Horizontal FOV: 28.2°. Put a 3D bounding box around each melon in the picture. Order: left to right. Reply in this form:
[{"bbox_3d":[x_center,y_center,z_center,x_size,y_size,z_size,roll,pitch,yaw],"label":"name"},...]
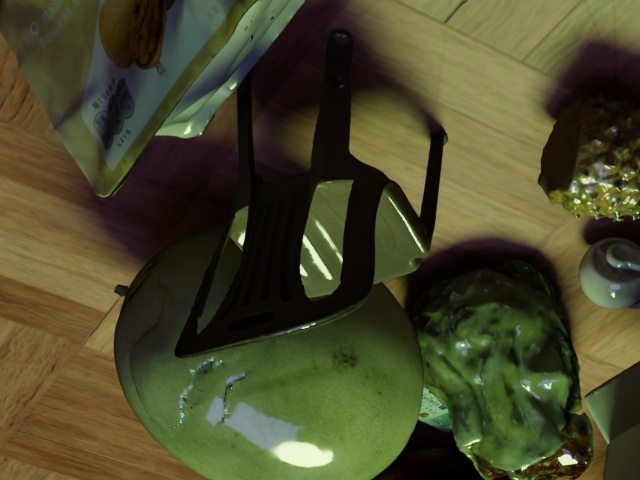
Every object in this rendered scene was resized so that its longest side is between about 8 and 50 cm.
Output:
[{"bbox_3d":[-0.058,0.118,1.297,0.330,0.268,0.268,23,139,-12],"label":"melon"}]

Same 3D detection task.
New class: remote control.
[{"bbox_3d":[0.124,0.190,1.557,0.061,0.029,0.162,-26,137,36],"label":"remote control"}]

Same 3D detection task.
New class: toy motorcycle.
[{"bbox_3d":[0.390,0.047,1.283,0.254,0.112,0.112,2,141,2],"label":"toy motorcycle"}]

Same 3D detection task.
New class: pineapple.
[{"bbox_3d":[0.329,-0.061,1.159,0.251,0.125,0.125,11,142,-17],"label":"pineapple"}]

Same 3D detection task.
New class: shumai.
[{"bbox_3d":[0.192,0.165,1.377,0.189,0.218,0.256,-15,141,16],"label":"shumai"}]

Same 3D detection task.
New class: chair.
[{"bbox_3d":[0.000,0.000,1.095,0.176,0.326,0.183,-15,137,26],"label":"chair"}]

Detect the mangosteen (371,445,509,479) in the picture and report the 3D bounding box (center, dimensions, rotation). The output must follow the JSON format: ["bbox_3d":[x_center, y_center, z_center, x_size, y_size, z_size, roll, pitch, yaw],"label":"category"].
[{"bbox_3d":[0.126,0.405,1.630,0.293,0.297,0.297,29,146,19],"label":"mangosteen"}]

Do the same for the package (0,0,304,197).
[{"bbox_3d":[-0.101,-0.210,1.012,0.165,0.221,0.311,-16,159,-44],"label":"package"}]

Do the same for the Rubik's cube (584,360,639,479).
[{"bbox_3d":[0.464,0.245,1.199,0.358,0.368,0.387,-37,101,29],"label":"Rubik's cube"}]
